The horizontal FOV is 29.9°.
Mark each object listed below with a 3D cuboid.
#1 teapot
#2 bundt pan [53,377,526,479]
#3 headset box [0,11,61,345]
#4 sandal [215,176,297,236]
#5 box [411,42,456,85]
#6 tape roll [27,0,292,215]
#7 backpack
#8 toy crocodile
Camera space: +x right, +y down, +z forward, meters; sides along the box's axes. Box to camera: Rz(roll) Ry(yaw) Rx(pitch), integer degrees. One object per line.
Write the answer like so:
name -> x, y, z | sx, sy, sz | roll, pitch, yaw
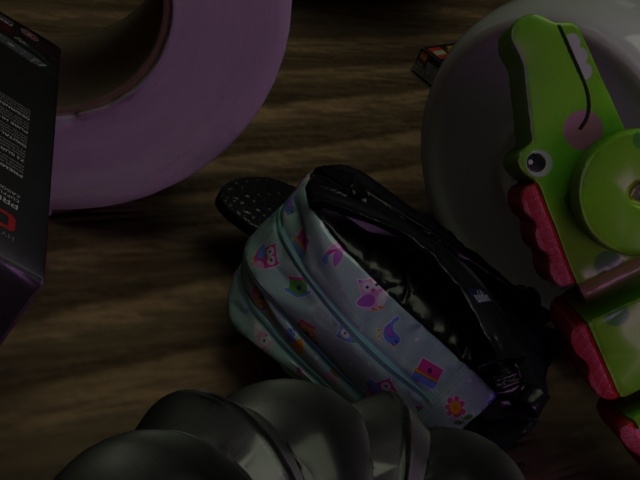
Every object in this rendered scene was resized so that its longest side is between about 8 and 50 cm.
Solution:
teapot -> 0.211, -0.068, 0.830 | 0.187, 0.252, 0.256 | -21, 50, -39
bundt pan -> 0.014, 0.182, 0.482 | 0.331, 0.124, 0.331 | 18, 34, -13
headset box -> -0.233, -0.048, 0.512 | 0.218, 0.110, 0.293 | 30, 19, -23
sandal -> 0.000, 0.000, 0.805 | 0.179, 0.040, 0.067 | 11, 39, -45
box -> 0.163, -0.150, 1.118 | 0.137, 0.027, 0.094 | -17, 51, -45
tape roll -> -0.158, -0.157, 0.687 | 0.286, 0.286, 0.100 | 15, 35, -15
backpack -> 0.039, 0.043, 0.686 | 0.182, 0.115, 0.152 | 40, 15, 0
toy crocodile -> 0.170, 0.037, 0.662 | 0.115, 0.105, 0.340 | -96, 162, -83
